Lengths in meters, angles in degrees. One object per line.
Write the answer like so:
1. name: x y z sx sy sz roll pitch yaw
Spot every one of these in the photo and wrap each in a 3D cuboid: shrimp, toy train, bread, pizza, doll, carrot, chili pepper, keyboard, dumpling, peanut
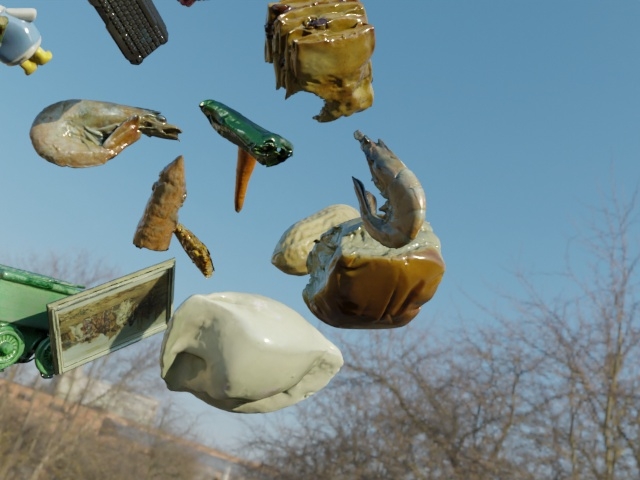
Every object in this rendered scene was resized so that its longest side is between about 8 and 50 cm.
1. shrimp: -0.456 -0.223 1.533 0.317 0.168 0.077 2 -22 -7
2. toy train: -0.602 0.163 1.451 0.145 0.202 0.266 10 -9 35
3. bread: 0.014 -0.504 2.044 0.314 0.191 0.370 -17 -53 -16
4. pizza: -0.329 0.029 1.890 0.131 0.041 0.178 15 -42 57
5. bread: 0.106 0.062 1.505 0.250 0.225 0.279 9 -38 -15
6. doll: -0.662 -0.449 1.471 0.135 0.099 0.241 -14 -53 33
7. carrot: -0.202 -0.184 1.923 0.061 0.061 0.257 16 -53 2
8. chili pepper: -0.149 -0.208 1.358 0.216 0.062 0.108 32 -4 19
9. carrot: -0.382 -0.094 1.760 0.101 0.102 0.263 20 -66 -8
10. keyboard: -0.362 -0.434 1.295 0.016 0.106 0.262 40 -14 33
11. dumpling: -0.099 0.160 0.947 0.252 0.179 0.131 19 23 -29
12. peanut: 0.000 0.000 1.925 0.152 0.313 0.152 28 -51 40
13. shrimp: 0.109 -0.085 1.268 0.059 0.254 0.145 2 -54 -34

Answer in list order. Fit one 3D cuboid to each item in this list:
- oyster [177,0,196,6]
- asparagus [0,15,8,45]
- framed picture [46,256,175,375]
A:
1. oyster: -0.311 -0.643 1.565 0.100 0.271 0.275 2 -58 29
2. asparagus: -0.535 -0.259 1.122 0.025 0.024 0.248 23 -45 -29
3. framed picture: -0.414 0.157 1.455 0.017 0.274 0.217 45 -39 31
